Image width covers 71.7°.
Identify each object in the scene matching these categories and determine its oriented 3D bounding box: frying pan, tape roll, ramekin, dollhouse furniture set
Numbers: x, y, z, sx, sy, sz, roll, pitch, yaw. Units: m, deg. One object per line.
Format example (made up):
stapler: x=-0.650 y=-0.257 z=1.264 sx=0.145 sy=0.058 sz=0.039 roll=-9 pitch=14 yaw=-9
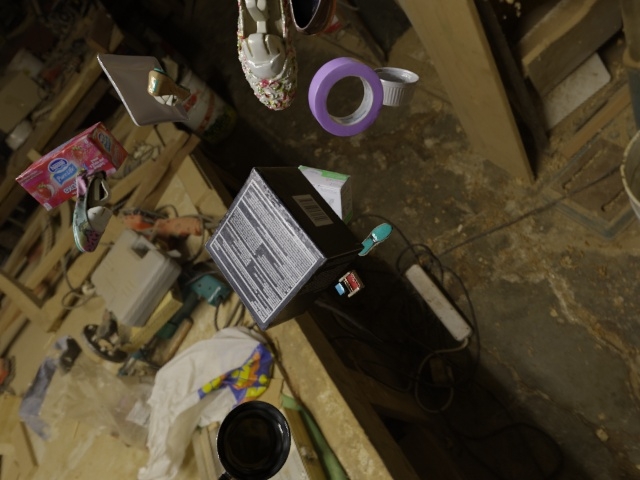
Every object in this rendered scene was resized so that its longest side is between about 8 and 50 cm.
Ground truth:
frying pan: x=-0.190 y=0.576 z=1.125 sx=0.053 sy=0.197 sz=0.326 roll=129 pitch=161 yaw=-57
tape roll: x=0.097 y=-0.542 z=1.681 sx=0.275 sy=0.275 sz=0.090 roll=-42 pitch=36 yaw=13
ramekin: x=0.317 y=-0.666 z=1.925 sx=0.207 sy=0.109 sz=0.207 roll=4 pitch=39 yaw=-3
dollhouse furniture set: x=0.086 y=0.130 z=1.785 sx=0.129 sy=0.129 sz=0.184 roll=-46 pitch=70 yaw=41

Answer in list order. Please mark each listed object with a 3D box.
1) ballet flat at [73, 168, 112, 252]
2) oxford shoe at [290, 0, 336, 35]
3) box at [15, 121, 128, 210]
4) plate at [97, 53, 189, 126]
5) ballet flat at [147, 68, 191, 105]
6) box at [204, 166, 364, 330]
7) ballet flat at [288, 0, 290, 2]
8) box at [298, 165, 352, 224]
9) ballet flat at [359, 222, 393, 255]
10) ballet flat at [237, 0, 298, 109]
ballet flat: x=-0.526 y=-0.080 z=1.033 sx=0.079 sy=0.077 sz=0.222 roll=-18 pitch=63 yaw=5
oxford shoe: x=-0.012 y=-0.658 z=0.994 sx=0.129 sy=0.364 sz=0.133 roll=6 pitch=27 yaw=12
box: x=-0.705 y=-0.212 z=1.269 sx=0.256 sy=0.123 sz=0.128 roll=-26 pitch=32 yaw=11
plate: x=-0.650 y=-0.548 z=1.637 sx=0.045 sy=0.278 sz=0.277 roll=-26 pitch=6 yaw=30
ballet flat: x=-0.419 y=-0.408 z=1.213 sx=0.232 sy=0.080 sz=0.073 roll=-83 pitch=13 yaw=-83
box: x=-0.102 y=0.015 z=1.143 sx=0.296 sy=0.182 sz=0.294 roll=52 pitch=123 yaw=18
ballet flat: x=-0.093 y=-0.808 z=1.398 sx=0.087 sy=0.083 sz=0.247 roll=-37 pitch=25 yaw=-12
box: x=0.003 y=-0.197 z=2.034 sx=0.261 sy=0.231 sz=0.127 roll=15 pitch=45 yaw=23
ballet flat: x=0.202 y=-0.006 z=1.637 sx=0.168 sy=0.052 sz=0.057 roll=-39 pitch=77 yaw=19
ballet flat: x=-0.083 y=-0.300 z=0.605 sx=0.091 sy=0.241 sz=0.077 roll=-3 pitch=21 yaw=11
